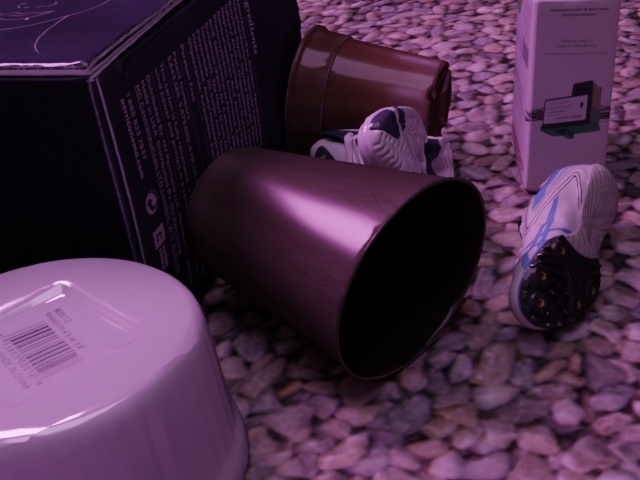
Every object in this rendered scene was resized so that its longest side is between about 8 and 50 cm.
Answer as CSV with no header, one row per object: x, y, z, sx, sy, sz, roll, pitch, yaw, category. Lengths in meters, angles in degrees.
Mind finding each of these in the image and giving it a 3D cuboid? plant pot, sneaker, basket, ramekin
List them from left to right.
-0.201,0.128,0.786,0.277,0.135,0.277,-6,29,3,ramekin
0.000,0.000,0.938,0.227,0.154,0.204,22,54,39,basket
0.042,-0.078,1.085,0.153,0.094,0.235,-8,0,20,sneaker
0.063,-0.164,1.236,0.165,0.167,0.167,11,33,16,plant pot
0.218,0.008,0.974,0.086,0.085,0.237,-19,21,38,sneaker

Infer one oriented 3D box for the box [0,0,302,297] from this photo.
-0.314,-0.148,1.137,0.479,0.297,0.472,3,33,18,box

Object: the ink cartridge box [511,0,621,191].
0.268,-0.185,1.153,0.092,0.219,0.160,-1,30,5,ink cartridge box

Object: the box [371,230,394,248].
0.016,-0.009,1.063,0.169,0.054,0.059,13,35,31,box
